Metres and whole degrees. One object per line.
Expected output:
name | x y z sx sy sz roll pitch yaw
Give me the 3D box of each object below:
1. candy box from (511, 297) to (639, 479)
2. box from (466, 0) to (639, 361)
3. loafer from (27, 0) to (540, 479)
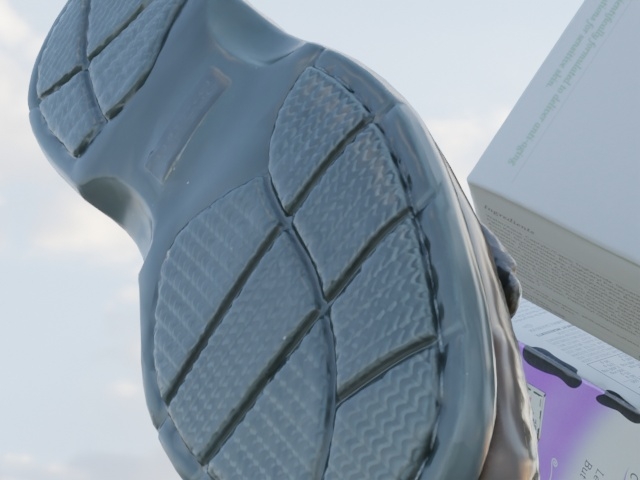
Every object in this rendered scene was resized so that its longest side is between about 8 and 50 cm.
candy box | 0.130 0.126 0.733 0.070 0.165 0.196 -13 29 -35
box | 0.123 -0.019 0.667 0.102 0.101 0.087 28 -17 23
loafer | 0.000 0.000 0.482 0.084 0.267 0.096 30 -75 -34
